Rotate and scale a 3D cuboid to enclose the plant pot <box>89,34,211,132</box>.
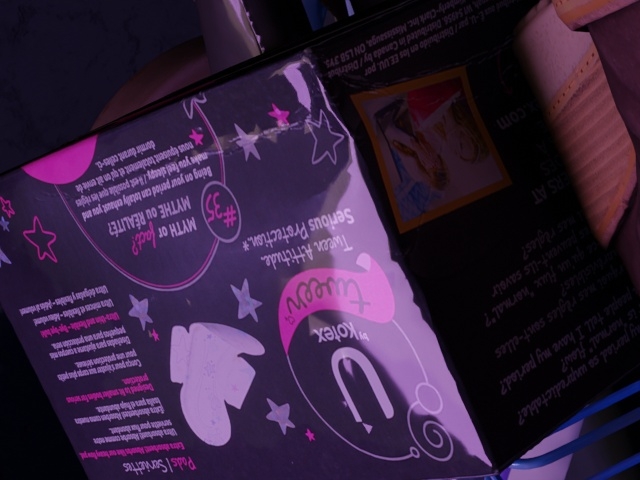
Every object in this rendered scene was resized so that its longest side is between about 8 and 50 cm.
[{"bbox_3d":[0.000,0.000,1.101,0.229,0.263,0.263,16,133,62],"label":"plant pot"}]

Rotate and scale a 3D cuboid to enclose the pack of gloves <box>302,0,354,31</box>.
[{"bbox_3d":[-0.017,-0.175,0.930,0.195,0.046,0.232,52,-157,-62],"label":"pack of gloves"}]

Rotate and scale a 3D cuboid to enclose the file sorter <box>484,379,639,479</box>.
[{"bbox_3d":[0.129,0.103,0.752,0.170,0.104,0.118,65,178,-32],"label":"file sorter"}]

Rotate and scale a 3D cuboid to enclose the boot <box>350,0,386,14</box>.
[{"bbox_3d":[0.058,-0.088,0.803,0.213,0.077,0.165,-116,5,-69],"label":"boot"}]

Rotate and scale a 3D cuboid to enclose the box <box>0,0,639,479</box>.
[{"bbox_3d":[0.010,-0.003,0.640,0.247,0.163,0.142,-14,102,53],"label":"box"}]

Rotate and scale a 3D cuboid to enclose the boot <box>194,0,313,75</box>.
[{"bbox_3d":[-0.032,-0.087,0.857,0.137,0.077,0.198,64,161,-12],"label":"boot"}]

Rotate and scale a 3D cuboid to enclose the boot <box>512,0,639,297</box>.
[{"bbox_3d":[0.139,0.001,0.424,0.207,0.090,0.248,53,174,2],"label":"boot"}]

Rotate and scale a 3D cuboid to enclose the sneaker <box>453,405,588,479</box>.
[{"bbox_3d":[0.003,0.126,0.959,0.130,0.236,0.323,-62,-10,-59],"label":"sneaker"}]
